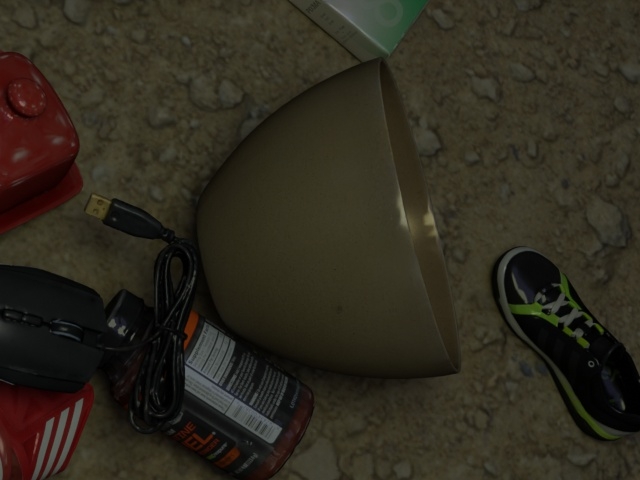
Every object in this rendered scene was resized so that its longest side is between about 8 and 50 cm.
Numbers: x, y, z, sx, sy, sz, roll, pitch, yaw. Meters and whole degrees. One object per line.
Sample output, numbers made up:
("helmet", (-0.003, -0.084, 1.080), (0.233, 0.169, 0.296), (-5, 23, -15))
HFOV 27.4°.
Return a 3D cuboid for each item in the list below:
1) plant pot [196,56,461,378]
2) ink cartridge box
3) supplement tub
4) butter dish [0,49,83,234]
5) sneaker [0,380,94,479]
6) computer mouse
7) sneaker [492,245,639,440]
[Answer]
("plant pot", (0.000, 0.000, 1.169), (0.190, 0.284, 0.284), (-14, 81, 10))
("ink cartridge box", (0.022, -0.314, 1.355), (0.224, 0.056, 0.181), (40, 64, -12))
("supplement tub", (-0.110, 0.124, 1.152), (0.198, 0.106, 0.106), (34, 65, -12))
("butter dish", (-0.272, -0.099, 1.114), (0.160, 0.118, 0.160), (-32, 92, -45))
("sneaker", (-0.272, 0.105, 1.114), (0.128, 0.087, 0.221), (-5, 76, -45))
("computer mouse", (-0.218, 0.036, 1.051), (0.262, 0.060, 0.184), (17, 69, -12))
("sneaker", (0.270, 0.099, 1.333), (0.084, 0.097, 0.235), (-37, 93, -28))
